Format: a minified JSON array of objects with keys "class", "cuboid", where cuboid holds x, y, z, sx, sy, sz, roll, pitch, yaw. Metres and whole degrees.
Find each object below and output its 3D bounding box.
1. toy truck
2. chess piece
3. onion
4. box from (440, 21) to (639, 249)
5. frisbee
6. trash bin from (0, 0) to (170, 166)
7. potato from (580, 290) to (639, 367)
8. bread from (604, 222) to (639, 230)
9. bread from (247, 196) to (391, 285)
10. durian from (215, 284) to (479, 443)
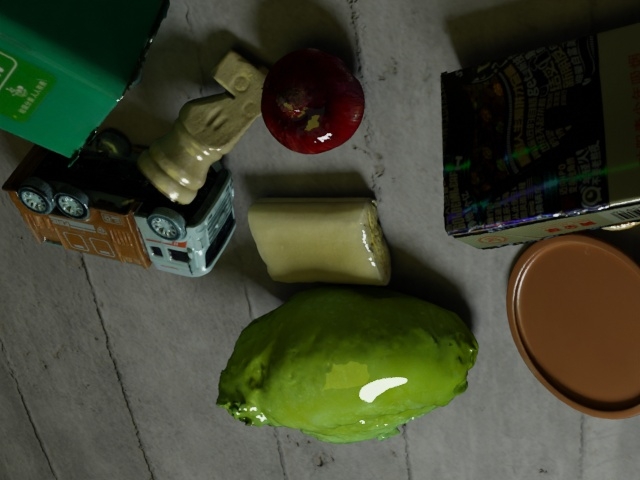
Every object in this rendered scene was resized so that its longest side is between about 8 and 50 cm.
[{"class":"toy truck","cuboid":[-0.267,-0.044,1.769,0.305,0.136,0.162,12,141,20]},{"class":"chess piece","cuboid":[-0.137,-0.146,1.609,0.090,0.090,0.200,40,101,-11]},{"class":"onion","cuboid":[-0.012,-0.167,1.533,0.131,0.131,0.131,14,135,15]},{"class":"box","cuboid":[0.282,-0.113,1.374,0.310,0.198,0.084,-10,163,34]},{"class":"frisbee","cuboid":[0.338,0.107,1.606,0.251,0.021,0.250,24,125,39]},{"class":"trash bin","cuboid":[-0.396,-0.294,1.524,0.381,0.295,0.259,30,143,-20]},{"class":"potato","cuboid":[0.392,0.098,1.608,0.096,0.066,0.103,54,141,9]},{"class":"bread","cuboid":[0.339,-0.083,1.465,0.122,0.073,0.149,-15,121,35]},{"class":"bread","cuboid":[0.000,-0.001,1.722,0.178,0.060,0.139,2,130,26]},{"class":"durian","cuboid":[0.050,0.165,1.770,0.256,0.204,0.340,30,133,-33]}]
